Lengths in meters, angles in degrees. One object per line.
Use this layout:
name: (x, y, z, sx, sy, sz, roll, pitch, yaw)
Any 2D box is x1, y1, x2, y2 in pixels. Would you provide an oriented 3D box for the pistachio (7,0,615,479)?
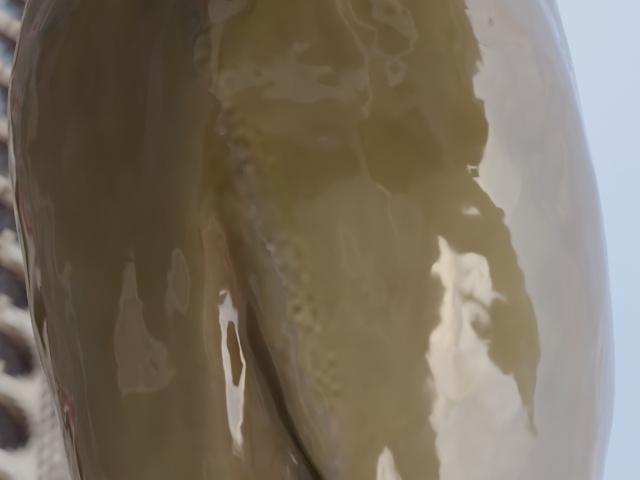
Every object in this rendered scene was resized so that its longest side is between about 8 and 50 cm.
pistachio: (0.000, 0.000, 0.523, 0.162, 0.181, 0.293, -11, -88, 14)
